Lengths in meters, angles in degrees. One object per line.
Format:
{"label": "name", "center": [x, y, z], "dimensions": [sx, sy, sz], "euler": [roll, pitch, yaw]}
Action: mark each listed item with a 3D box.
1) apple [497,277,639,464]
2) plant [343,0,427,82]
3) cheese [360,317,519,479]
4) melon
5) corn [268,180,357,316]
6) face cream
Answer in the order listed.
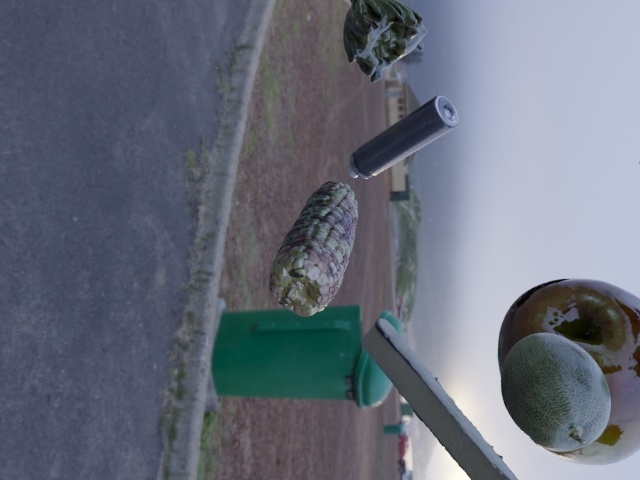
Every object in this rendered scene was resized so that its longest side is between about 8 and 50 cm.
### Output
{"label": "apple", "center": [0.567, 0.281, 1.369], "dimensions": [0.384, 0.374, 0.374], "euler": [-83, 167, -50]}
{"label": "plant", "center": [0.110, -0.531, 1.399], "dimensions": [0.251, 0.180, 0.333], "euler": [25, 46, -75]}
{"label": "cheese", "center": [0.212, 0.305, 1.100], "dimensions": [0.400, 0.034, 0.085], "euler": [50, -41, 19]}
{"label": "melon", "center": [0.322, 0.209, 0.876], "dimensions": [0.192, 0.139, 0.139], "euler": [-93, 176, -60]}
{"label": "corn", "center": [0.000, 0.000, 0.815], "dimensions": [0.253, 0.086, 0.086], "euler": [-69, 155, -58]}
{"label": "face cream", "center": [0.159, -0.204, 1.328], "dimensions": [0.073, 0.283, 0.073], "euler": [19, 58, -34]}
